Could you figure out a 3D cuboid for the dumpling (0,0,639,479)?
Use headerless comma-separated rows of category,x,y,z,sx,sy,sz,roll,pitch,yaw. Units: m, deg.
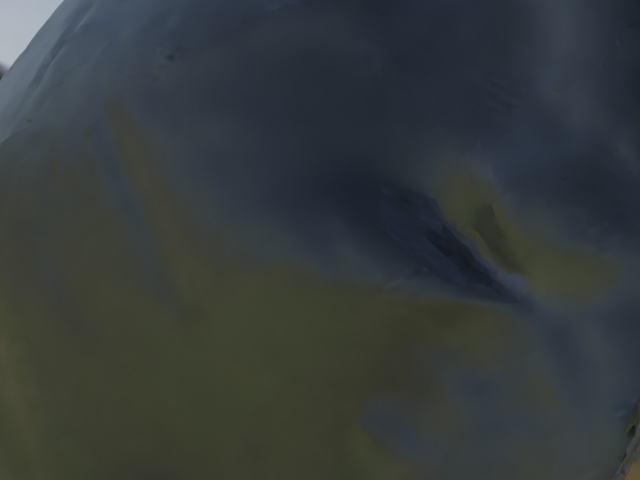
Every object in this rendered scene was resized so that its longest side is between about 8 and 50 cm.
dumpling,-0.001,0.003,0.533,0.181,0.341,0.260,44,-44,-14
